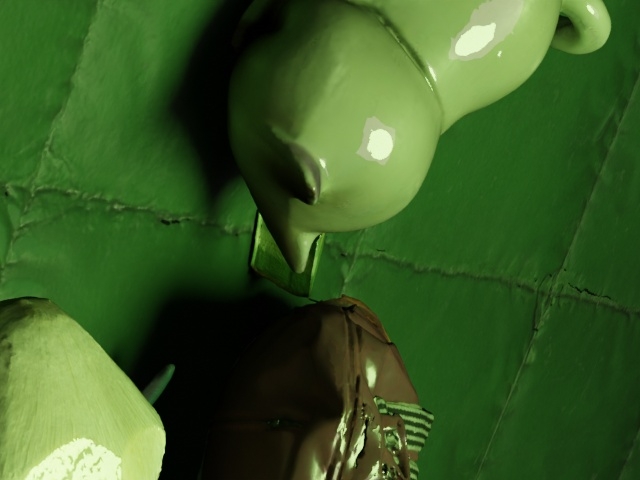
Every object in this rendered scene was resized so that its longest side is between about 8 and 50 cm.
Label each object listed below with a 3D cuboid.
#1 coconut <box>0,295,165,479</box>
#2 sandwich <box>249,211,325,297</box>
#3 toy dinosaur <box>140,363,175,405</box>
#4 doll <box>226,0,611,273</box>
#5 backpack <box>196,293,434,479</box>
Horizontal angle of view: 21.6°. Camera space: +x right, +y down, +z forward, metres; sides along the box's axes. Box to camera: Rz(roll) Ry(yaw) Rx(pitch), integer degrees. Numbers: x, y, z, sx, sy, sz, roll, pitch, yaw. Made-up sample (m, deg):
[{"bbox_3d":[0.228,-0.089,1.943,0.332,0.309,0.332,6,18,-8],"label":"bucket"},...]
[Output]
[{"bbox_3d":[-0.236,0.161,1.192,0.237,0.237,0.266,2,112,-56],"label":"coconut"},{"bbox_3d":[0.000,0.000,1.587,0.116,0.074,0.074,-18,125,-51],"label":"sandwich"},{"bbox_3d":[-0.254,0.319,1.423,0.331,0.129,0.383,-24,129,-36],"label":"toy dinosaur"},{"bbox_3d":[0.062,-0.167,1.450,0.370,0.226,0.215,-39,171,-21],"label":"doll"},{"bbox_3d":[0.004,0.179,1.480,0.317,0.197,0.283,136,-37,-75],"label":"backpack"}]
